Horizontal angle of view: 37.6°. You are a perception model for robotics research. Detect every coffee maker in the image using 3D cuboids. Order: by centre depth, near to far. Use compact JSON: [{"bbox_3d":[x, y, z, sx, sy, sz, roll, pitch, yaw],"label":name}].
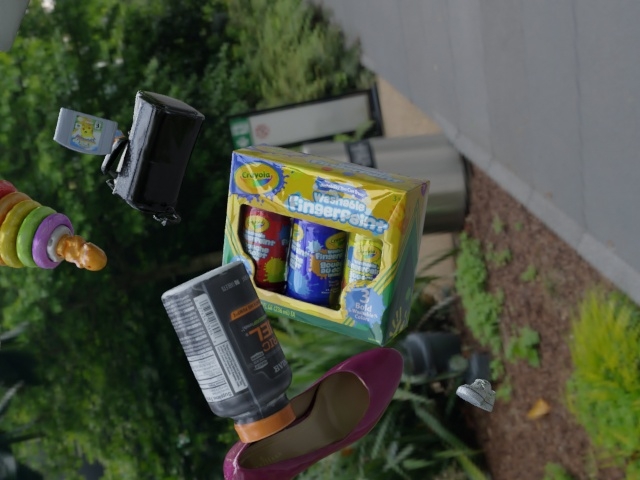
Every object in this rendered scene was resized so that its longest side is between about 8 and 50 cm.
[{"bbox_3d":[-0.262,-0.142,1.567,0.120,0.171,0.178,-11,-54,-59],"label":"coffee maker"}]

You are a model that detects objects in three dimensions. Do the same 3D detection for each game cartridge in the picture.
[{"bbox_3d":[-0.337,-0.154,1.352,0.017,0.083,0.056,17,94,67],"label":"game cartridge"}]

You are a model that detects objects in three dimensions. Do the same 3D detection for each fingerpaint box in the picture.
[{"bbox_3d":[0.000,0.000,2.204,0.163,0.444,0.371,-27,-52,-61],"label":"fingerpaint box"}]

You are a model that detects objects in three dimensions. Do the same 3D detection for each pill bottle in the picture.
[{"bbox_3d":[-0.123,0.163,1.354,0.130,0.130,0.246,-175,61,-84],"label":"pill bottle"}]

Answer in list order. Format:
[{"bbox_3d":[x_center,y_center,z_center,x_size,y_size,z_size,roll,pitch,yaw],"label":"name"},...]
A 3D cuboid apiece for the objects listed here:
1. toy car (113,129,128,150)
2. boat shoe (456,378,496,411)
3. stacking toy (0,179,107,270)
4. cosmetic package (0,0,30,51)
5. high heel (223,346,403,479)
[{"bbox_3d":[-0.325,-0.190,1.661,0.060,0.122,0.041,17,-127,-81],"label":"toy car"},{"bbox_3d":[0.209,0.199,1.242,0.100,0.035,0.035,36,-105,-54],"label":"boat shoe"},{"bbox_3d":[-0.523,-0.006,1.735,0.175,0.301,0.166,84,-153,-50],"label":"stacking toy"},{"bbox_3d":[-0.372,-0.368,0.822,0.197,0.155,0.366,-41,66,49],"label":"cosmetic package"},{"bbox_3d":[0.006,0.284,1.522,0.127,0.377,0.181,43,158,14],"label":"high heel"}]
